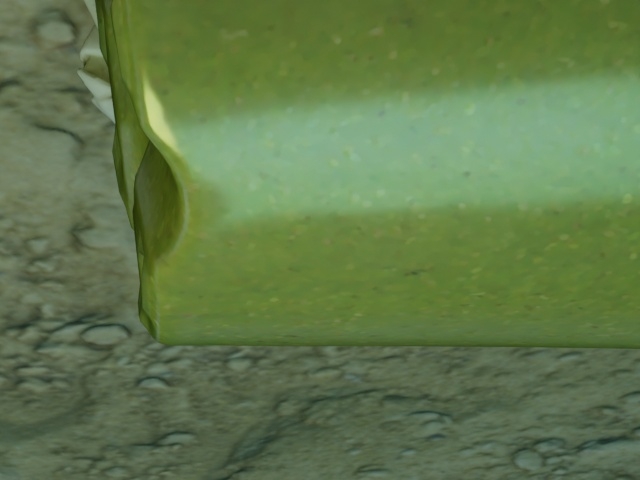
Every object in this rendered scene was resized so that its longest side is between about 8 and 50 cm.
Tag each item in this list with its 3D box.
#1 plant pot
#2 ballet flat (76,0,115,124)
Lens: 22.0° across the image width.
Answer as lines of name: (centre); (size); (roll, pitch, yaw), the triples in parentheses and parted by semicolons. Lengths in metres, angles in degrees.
plant pot: (0.063, -0.073, 0.478); (0.254, 0.276, 0.276); (-7, 149, -9)
ballet flat: (-0.065, -0.091, 0.653); (0.086, 0.086, 0.248); (-8, 147, 4)
